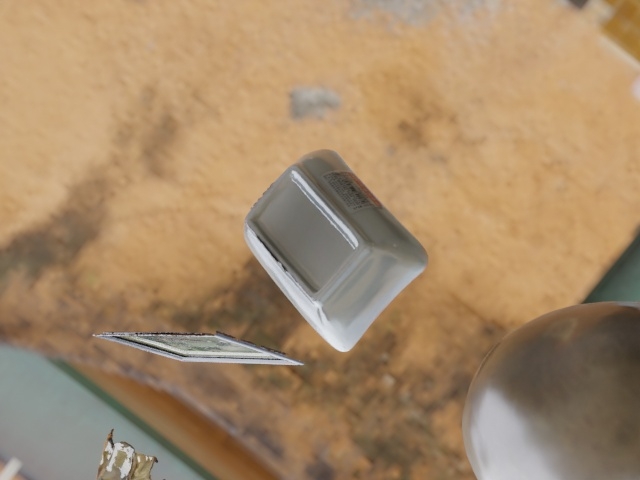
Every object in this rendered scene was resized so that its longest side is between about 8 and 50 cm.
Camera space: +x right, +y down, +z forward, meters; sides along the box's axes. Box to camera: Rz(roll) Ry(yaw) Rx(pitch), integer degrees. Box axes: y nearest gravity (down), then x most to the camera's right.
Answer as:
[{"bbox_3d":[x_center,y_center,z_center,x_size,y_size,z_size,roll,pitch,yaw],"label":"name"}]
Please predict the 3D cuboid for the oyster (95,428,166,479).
[{"bbox_3d":[-0.331,0.436,2.504,0.107,0.354,0.201,2,-148,-29],"label":"oyster"}]

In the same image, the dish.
[{"bbox_3d":[0.000,0.000,1.886,0.077,0.151,0.212,27,-161,-53],"label":"dish"}]

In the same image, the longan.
[{"bbox_3d":[0.244,0.158,1.489,0.248,0.248,0.248,36,-169,-8],"label":"longan"}]

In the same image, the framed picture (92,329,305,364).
[{"bbox_3d":[-0.150,0.132,2.130,0.195,0.010,0.199,-1,166,33],"label":"framed picture"}]
